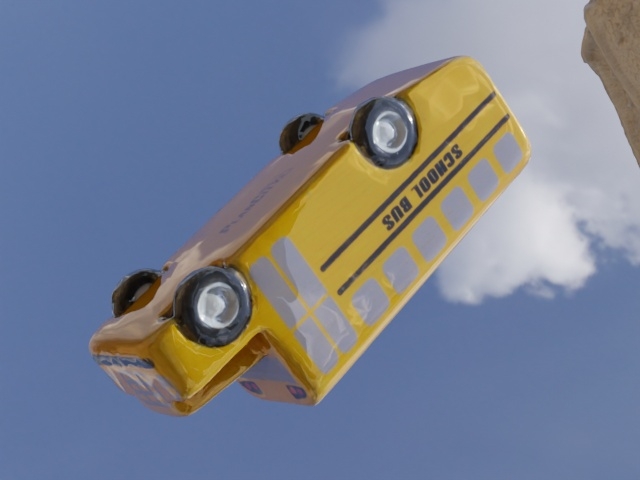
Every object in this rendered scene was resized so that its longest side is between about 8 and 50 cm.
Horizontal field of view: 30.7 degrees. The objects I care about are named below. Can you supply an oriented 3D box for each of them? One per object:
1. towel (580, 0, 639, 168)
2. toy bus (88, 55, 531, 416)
[{"bbox_3d":[0.258,-0.076,0.521,0.282,0.049,0.187,-23,-87,48],"label":"towel"},{"bbox_3d":[0.000,0.000,0.816,0.333,0.130,0.108,-46,-158,-27],"label":"toy bus"}]
